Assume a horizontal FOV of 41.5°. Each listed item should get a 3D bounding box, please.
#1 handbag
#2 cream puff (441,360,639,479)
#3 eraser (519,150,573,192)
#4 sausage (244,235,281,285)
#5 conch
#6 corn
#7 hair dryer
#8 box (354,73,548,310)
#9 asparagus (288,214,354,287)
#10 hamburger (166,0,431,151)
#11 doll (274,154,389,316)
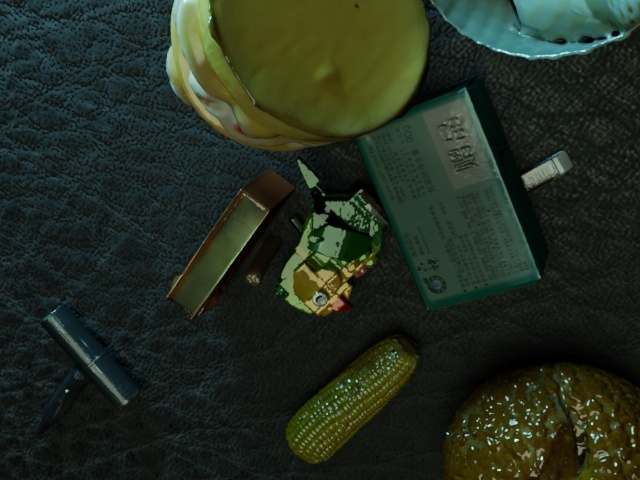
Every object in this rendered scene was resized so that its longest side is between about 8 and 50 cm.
[{"bbox_3d":[-0.115,0.005,1.084,0.063,0.127,0.190,38,111,0],"label":"handbag"},{"bbox_3d":[0.298,0.296,1.048,0.303,0.212,0.303,5,109,15],"label":"cream puff"},{"bbox_3d":[0.259,-0.076,1.036,0.099,0.019,0.027,-30,98,22],"label":"eraser"},{"bbox_3d":[-0.074,0.027,1.088,0.026,0.116,0.026,4,114,9],"label":"sausage"},{"bbox_3d":[0.256,-0.345,0.853,0.319,0.215,0.303,-9,102,47],"label":"conch"},{"bbox_3d":[0.041,0.213,1.144,0.080,0.080,0.231,41,111,-3],"label":"corn"},{"bbox_3d":[-0.387,0.209,1.253,0.195,0.050,0.173,-37,94,23],"label":"hair dryer"},{"bbox_3d":[0.159,-0.055,1.015,0.153,0.092,0.245,-17,104,26],"label":"box"},{"bbox_3d":[0.002,0.018,1.122,0.015,0.018,0.127,-43,100,-19],"label":"asparagus"},{"bbox_3d":[-0.043,-0.225,0.936,0.276,0.237,0.276,-1,91,-27],"label":"hamburger"},{"bbox_3d":[0.008,0.003,1.060,0.134,0.106,0.186,16,100,-7],"label":"doll"}]
